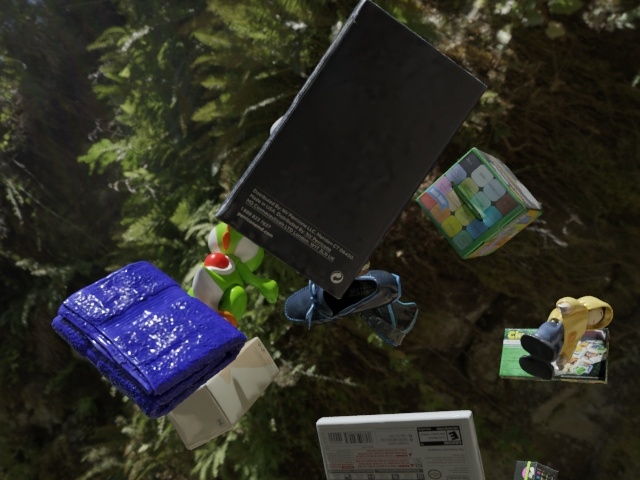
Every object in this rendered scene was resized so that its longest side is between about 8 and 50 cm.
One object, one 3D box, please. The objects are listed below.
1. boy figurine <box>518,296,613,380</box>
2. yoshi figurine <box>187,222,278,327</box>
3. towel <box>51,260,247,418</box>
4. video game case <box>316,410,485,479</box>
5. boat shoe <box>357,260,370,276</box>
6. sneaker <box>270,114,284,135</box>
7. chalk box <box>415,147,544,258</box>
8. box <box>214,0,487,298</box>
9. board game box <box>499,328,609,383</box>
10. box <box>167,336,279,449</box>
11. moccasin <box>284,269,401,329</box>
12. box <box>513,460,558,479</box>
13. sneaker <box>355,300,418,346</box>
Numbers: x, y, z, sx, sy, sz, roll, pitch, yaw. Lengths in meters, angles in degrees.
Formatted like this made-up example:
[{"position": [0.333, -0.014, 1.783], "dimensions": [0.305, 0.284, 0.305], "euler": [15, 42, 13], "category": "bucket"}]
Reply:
[{"position": [0.555, 0.209, 1.316], "dimensions": [0.285, 0.092, 0.177], "euler": [-21, -62, -35], "category": "boy figurine"}, {"position": [-0.210, 0.091, 1.369], "dimensions": [0.203, 0.203, 0.362], "euler": [-36, 32, 50], "category": "yoshi figurine"}, {"position": [-0.315, 0.160, 1.070], "dimensions": [0.227, 0.308, 0.076], "euler": [-37, -35, -35], "category": "towel"}, {"position": [0.169, 0.500, 1.182], "dimensions": [0.036, 0.329, 0.300], "euler": [-13, -88, -66], "category": "video game case"}, {"position": [0.005, -0.002, 1.317], "dimensions": [0.095, 0.257, 0.095], "euler": [-25, -55, -49], "category": "boat shoe"}, {"position": [-0.021, -0.340, 1.631], "dimensions": [0.282, 0.153, 0.099], "euler": [-40, -56, 18], "category": "sneaker"}, {"position": [0.261, -0.058, 0.975], "dimensions": [0.132, 0.132, 0.213], "euler": [-43, -20, 25], "category": "chalk box"}, {"position": [0.033, -0.108, 0.779], "dimensions": [0.294, 0.182, 0.296], "euler": [-56, 4, 4], "category": "box"}, {"position": [0.587, 0.288, 1.479], "dimensions": [0.030, 0.259, 0.136], "euler": [39, -124, -40], "category": "board game box"}, {"position": [-0.237, 0.373, 1.468], "dimensions": [0.148, 0.121, 0.311], "euler": [-31, 1, 18], "category": "box"}, {"position": [0.033, 0.132, 1.482], "dimensions": [0.342, 0.138, 0.116], "euler": [-23, -19, 31], "category": "moccasin"}, {"position": [0.397, 0.462, 1.092], "dimensions": [0.083, 0.052, 0.062], "euler": [-69, 11, -24], "category": "box"}, {"position": [0.127, 0.158, 1.710], "dimensions": [0.140, 0.341, 0.125], "euler": [-51, -11, -9], "category": "sneaker"}]
